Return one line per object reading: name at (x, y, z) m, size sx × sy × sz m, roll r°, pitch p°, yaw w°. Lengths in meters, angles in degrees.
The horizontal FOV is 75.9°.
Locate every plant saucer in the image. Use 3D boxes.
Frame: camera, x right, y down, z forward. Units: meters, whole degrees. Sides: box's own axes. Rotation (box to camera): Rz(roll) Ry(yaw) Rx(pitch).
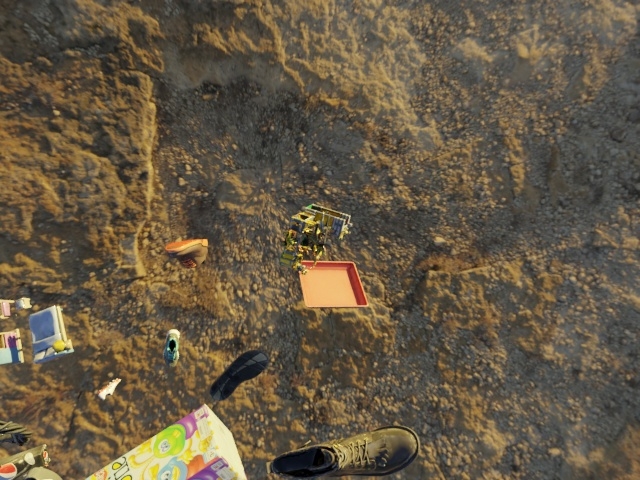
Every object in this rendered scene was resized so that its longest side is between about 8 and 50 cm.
plant saucer at (0.042, 0.191, 1.708) m, size 0.260 × 0.258 × 0.047 m, roll 2°, pitch 130°, yaw -15°

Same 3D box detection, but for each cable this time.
cable at (-0.798, 0.483, 1.011) m, size 0.185 × 0.047 × 0.151 m, roll -32°, pitch 133°, yaw 33°

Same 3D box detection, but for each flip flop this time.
flip flop at (-0.335, 0.544, 1.681) m, size 0.277 × 0.080 × 0.112 m, roll -43°, pitch 93°, yaw 2°

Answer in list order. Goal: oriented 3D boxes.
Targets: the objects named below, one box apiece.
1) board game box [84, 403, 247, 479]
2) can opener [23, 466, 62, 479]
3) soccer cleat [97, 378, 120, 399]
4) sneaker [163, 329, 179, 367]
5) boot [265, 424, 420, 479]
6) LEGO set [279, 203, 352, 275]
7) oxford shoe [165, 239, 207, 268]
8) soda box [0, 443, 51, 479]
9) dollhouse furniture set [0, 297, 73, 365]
board game box at (-0.319, 0.506, 0.859) m, size 0.276 × 0.142 × 0.144 m, roll -30°, pitch 128°, yaw -11°
can opener at (-0.541, 0.608, 0.903) m, size 0.074 × 0.093 × 0.280 m, roll -25°, pitch 109°, yaw -1°
soccer cleat at (-0.692, 0.490, 1.353) m, size 0.029 × 0.083 × 0.035 m, roll -40°, pitch 88°, yaw 31°
sneaker at (-0.631, 0.466, 1.731) m, size 0.065 × 0.076 × 0.166 m, roll 1°, pitch 100°, yaw -17°
boot at (0.055, 0.416, 0.786) m, size 0.263 × 0.229 × 0.091 m, roll -18°, pitch 61°, yaw 9°
LEGO set at (0.000, 0.000, 1.550) m, size 0.192 × 0.331 × 0.254 m, roll 18°, pitch 101°, yaw 13°
oxford shoe at (-0.443, 0.049, 1.401) m, size 0.097 × 0.271 × 0.098 m, roll -6°, pitch 91°, yaw 5°
soda box at (-0.835, 0.618, 1.106) m, size 0.169 × 0.060 × 0.053 m, roll -15°, pitch 98°, yaw -20°
dollhouse furniture set at (-1.131, 0.329, 1.539) m, size 0.304 × 0.198 × 0.285 m, roll -19°, pitch 79°, yaw 8°
